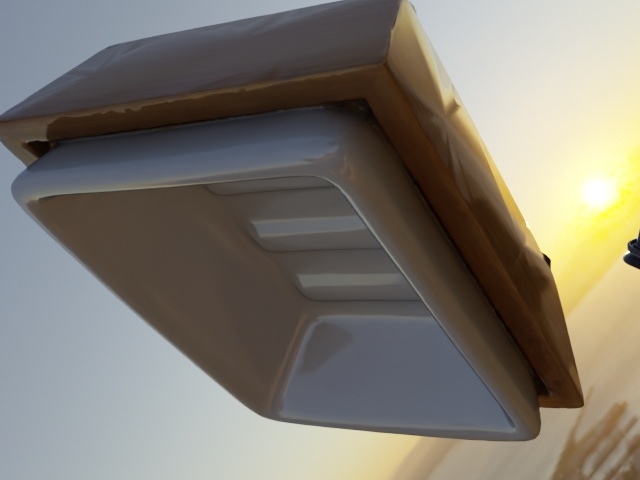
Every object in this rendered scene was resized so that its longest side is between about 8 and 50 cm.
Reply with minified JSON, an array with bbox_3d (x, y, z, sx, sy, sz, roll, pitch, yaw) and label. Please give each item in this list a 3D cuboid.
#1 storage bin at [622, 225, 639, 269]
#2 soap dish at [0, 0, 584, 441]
[{"bbox_3d":[0.308,-0.024,0.709,0.135,0.098,0.091,-10,-68,-24],"label":"storage bin"},{"bbox_3d":[0.000,0.000,0.524,0.291,0.228,0.118,52,-133,-43],"label":"soap dish"}]
